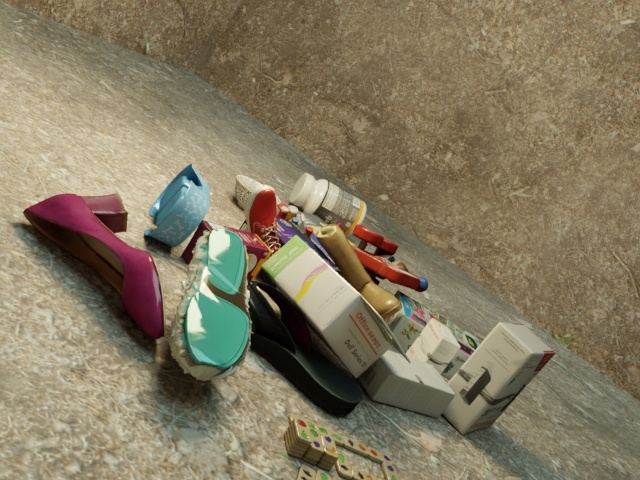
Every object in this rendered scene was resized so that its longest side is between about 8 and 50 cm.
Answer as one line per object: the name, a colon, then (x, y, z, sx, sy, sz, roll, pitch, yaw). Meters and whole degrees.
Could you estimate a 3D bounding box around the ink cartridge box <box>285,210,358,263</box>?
ink cartridge box: (0.000, 0.000, 2.317, 0.303, 0.072, 0.307, 40, 14, 25)

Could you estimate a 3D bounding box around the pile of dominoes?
pile of dominoes: (0.055, 0.387, 1.180, 0.251, 0.040, 0.196, 28, 15, -20)

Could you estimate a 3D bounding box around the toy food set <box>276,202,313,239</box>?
toy food set: (-0.089, -0.063, 2.166, 0.111, 0.105, 0.232, 17, 33, -19)

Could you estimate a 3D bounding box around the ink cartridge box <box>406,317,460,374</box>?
ink cartridge box: (0.287, 0.296, 1.776, 0.063, 0.151, 0.109, 29, 15, -18)

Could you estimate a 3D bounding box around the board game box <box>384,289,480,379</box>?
board game box: (0.339, 0.295, 2.020, 0.303, 0.098, 0.224, 31, 14, -6)

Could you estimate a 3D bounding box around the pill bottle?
pill bottle: (0.029, -0.142, 2.665, 0.278, 0.162, 0.162, 28, 15, -18)

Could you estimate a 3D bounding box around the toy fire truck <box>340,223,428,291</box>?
toy fire truck: (0.206, 0.090, 2.141, 0.253, 0.170, 0.302, 30, 3, 31)

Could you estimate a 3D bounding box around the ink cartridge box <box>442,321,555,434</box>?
ink cartridge box: (0.432, 0.343, 1.698, 0.114, 0.273, 0.197, 46, 18, 30)

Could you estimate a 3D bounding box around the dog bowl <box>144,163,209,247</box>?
dog bowl: (-0.340, -0.082, 1.653, 0.074, 0.166, 0.297, 41, 10, -21)

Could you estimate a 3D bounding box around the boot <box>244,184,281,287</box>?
boot: (-0.123, -0.006, 1.732, 0.088, 0.244, 0.176, -15, 42, -28)

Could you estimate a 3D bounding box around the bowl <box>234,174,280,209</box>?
bowl: (-0.223, -0.137, 2.249, 0.170, 0.080, 0.170, 31, 14, -9)

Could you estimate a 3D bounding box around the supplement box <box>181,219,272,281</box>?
supplement box: (-0.223, 0.030, 1.631, 0.188, 0.104, 0.081, 15, 23, -51)

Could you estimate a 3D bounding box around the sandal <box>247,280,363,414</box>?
sandal: (-0.082, 0.181, 1.426, 0.445, 0.107, 0.167, 36, 14, 12)

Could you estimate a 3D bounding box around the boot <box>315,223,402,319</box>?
boot: (0.099, 0.088, 1.920, 0.270, 0.089, 0.236, 59, -18, -14)

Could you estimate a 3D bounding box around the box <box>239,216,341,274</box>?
box: (-0.091, 0.035, 1.925, 0.184, 0.103, 0.261, 21, 18, -48)

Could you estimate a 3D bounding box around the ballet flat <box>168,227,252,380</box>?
ballet flat: (-0.202, 0.133, 1.243, 0.146, 0.147, 0.409, 29, 27, -17)

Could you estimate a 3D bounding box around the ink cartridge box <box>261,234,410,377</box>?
ink cartridge box: (0.030, 0.163, 1.522, 0.353, 0.119, 0.207, 42, -11, 47)

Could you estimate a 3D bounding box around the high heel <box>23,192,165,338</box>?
high heel: (-0.408, 0.051, 1.235, 0.181, 0.127, 0.377, -11, 43, -29)

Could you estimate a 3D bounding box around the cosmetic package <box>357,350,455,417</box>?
cosmetic package: (0.196, 0.331, 1.598, 0.231, 0.086, 0.117, 22, 18, -36)
